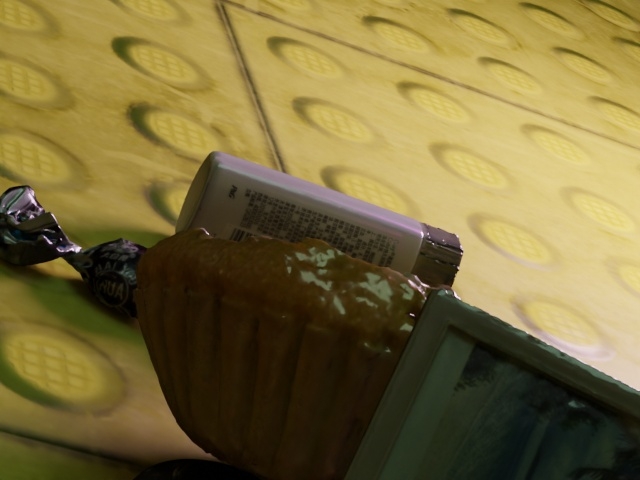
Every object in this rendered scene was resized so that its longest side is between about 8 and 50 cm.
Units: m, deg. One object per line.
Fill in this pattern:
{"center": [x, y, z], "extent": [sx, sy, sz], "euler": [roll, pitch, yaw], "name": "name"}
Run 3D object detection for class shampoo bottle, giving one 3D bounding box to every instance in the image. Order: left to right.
{"center": [0.000, 0.000, 1.609], "extent": [0.227, 0.086, 0.056], "euler": [18, 25, -17], "name": "shampoo bottle"}

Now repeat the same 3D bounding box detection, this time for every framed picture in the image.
{"center": [0.100, 0.209, 1.058], "extent": [0.232, 0.315, 0.024], "euler": [26, -22, 1], "name": "framed picture"}

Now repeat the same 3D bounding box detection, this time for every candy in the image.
{"center": [-0.141, 0.023, 1.457], "extent": [0.226, 0.051, 0.094], "euler": [27, 19, 4], "name": "candy"}

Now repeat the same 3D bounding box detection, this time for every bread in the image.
{"center": [0.002, 0.086, 1.242], "extent": [0.274, 0.149, 0.274], "euler": [18, -8, 3], "name": "bread"}

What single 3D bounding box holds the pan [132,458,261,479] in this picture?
{"center": [-0.054, 0.193, 1.172], "extent": [0.128, 0.048, 0.202], "euler": [13, 24, -22], "name": "pan"}
